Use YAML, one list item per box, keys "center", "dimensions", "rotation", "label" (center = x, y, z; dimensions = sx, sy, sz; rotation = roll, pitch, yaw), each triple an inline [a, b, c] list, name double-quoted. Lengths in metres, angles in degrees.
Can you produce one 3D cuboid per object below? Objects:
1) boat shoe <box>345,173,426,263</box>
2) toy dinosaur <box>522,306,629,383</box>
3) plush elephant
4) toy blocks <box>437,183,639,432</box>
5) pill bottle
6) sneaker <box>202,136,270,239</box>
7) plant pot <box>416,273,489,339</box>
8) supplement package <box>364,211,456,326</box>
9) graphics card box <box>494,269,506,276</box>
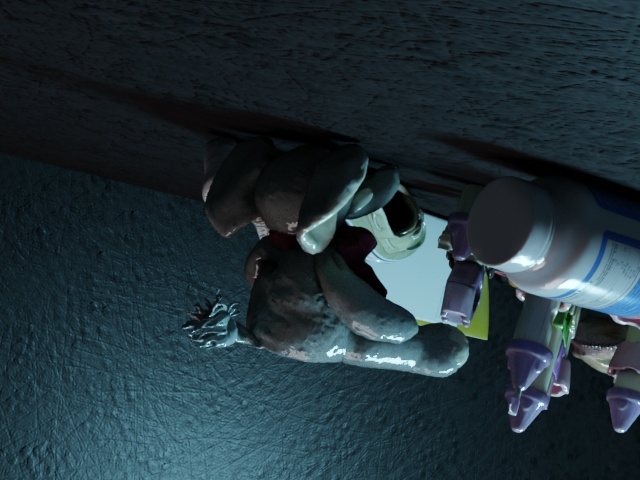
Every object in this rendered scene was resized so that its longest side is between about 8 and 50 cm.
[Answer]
- center: [0.091, -0.027, 1.778]
  dimensions: [0.094, 0.109, 0.302]
  rotation: [10, 174, 26]
  label: "boat shoe"
- center: [0.437, 0.161, 2.087]
  dimensions: [0.200, 0.127, 0.296]
  rotation: [19, 174, -5]
  label: "toy dinosaur"
- center: [0.000, 0.000, 1.520]
  dimensions: [0.330, 0.255, 0.272]
  rotation: [5, -167, -40]
  label: "plush elephant"
- center: [0.258, 0.117, 1.587]
  dimensions: [0.309, 0.260, 0.288]
  rotation: [13, 160, 18]
  label: "toy blocks"
- center: [0.258, 0.003, 1.316]
  dimensions: [0.222, 0.124, 0.124]
  rotation: [16, 177, -35]
  label: "pill bottle"
- center: [-0.069, -0.067, 1.707]
  dimensions: [0.090, 0.115, 0.232]
  rotation: [-27, 141, 20]
  label: "sneaker"
- center: [0.202, 0.071, 2.519]
  dimensions: [0.212, 0.187, 0.212]
  rotation: [15, 177, -32]
  label: "plant pot"
- center: [0.098, 0.027, 2.148]
  dimensions: [0.178, 0.175, 0.293]
  rotation: [13, 178, 39]
  label: "supplement package"
- center: [0.379, 0.040, 1.942]
  dimensions: [0.233, 0.094, 0.371]
  rotation: [12, 177, 10]
  label: "graphics card box"
